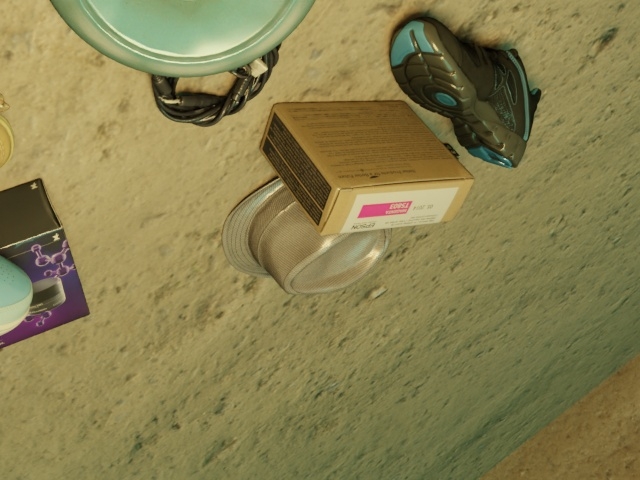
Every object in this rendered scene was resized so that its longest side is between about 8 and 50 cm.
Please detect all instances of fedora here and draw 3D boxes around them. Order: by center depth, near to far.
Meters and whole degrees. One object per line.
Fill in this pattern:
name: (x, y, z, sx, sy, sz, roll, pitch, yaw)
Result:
fedora: (0.000, 0.000, 1.479, 0.275, 0.124, 0.244, -23, 142, -16)

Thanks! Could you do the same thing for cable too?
cable: (-0.120, -0.213, 1.202, 0.184, 0.047, 0.150, -28, 142, -11)

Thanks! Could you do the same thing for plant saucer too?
plant saucer: (-0.138, -0.303, 1.000, 0.317, 0.044, 0.317, -6, 128, -8)

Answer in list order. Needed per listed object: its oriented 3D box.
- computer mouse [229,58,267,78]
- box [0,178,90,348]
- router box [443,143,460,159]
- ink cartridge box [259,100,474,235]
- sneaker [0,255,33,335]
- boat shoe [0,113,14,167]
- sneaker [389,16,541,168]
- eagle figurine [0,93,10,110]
computer mouse: (-0.058, -0.319, 1.071, 0.272, 0.072, 0.188, -47, 126, 8)
box: (-0.445, 0.055, 1.216, 0.261, 0.103, 0.184, -22, 140, -17)
router box: (0.158, -0.100, 1.561, 0.092, 0.038, 0.122, -3, 135, -35)
ink cartridge box: (0.063, -0.107, 1.345, 0.234, 0.193, 0.088, -6, 135, -33)
sneaker: (-0.377, -0.009, 0.990, 0.208, 0.127, 0.319, -35, 147, 18)
boat shoe: (-0.467, -0.076, 1.012, 0.285, 0.089, 0.104, -12, 125, -15)
sneaker: (0.216, -0.239, 1.409, 0.341, 0.125, 0.139, 37, 78, -50)
eagle figurine: (-0.362, -0.263, 0.876, 0.226, 0.225, 0.298, -49, 142, -69)
